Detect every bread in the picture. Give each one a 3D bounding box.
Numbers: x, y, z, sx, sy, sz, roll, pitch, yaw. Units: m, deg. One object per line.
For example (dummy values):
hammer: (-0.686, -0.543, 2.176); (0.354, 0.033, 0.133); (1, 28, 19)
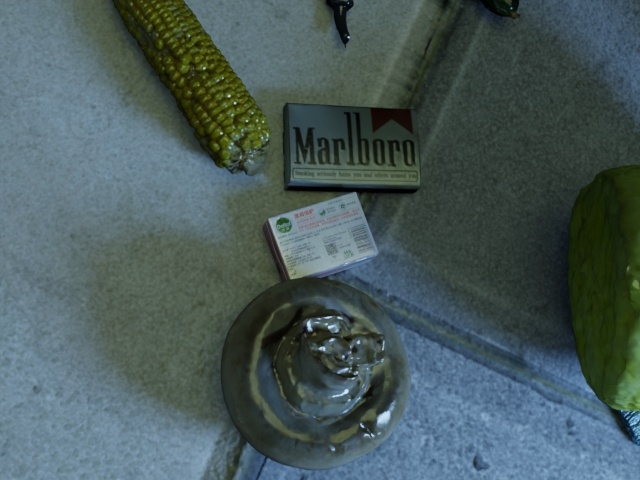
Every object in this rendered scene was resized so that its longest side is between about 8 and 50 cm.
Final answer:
bread: (0.467, 0.062, 1.347); (0.308, 0.348, 0.348); (-1, 75, -6)

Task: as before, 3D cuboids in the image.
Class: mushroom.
mushroom: (-0.002, 0.153, 1.293); (0.226, 0.178, 0.226); (4, 78, -21)

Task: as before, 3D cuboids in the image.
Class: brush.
brush: (0.481, 0.205, 1.475); (0.196, 0.021, 0.070); (-23, 80, -20)

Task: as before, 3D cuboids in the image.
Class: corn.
corn: (-0.165, -0.220, 1.406); (0.097, 0.097, 0.320); (-31, 81, -19)

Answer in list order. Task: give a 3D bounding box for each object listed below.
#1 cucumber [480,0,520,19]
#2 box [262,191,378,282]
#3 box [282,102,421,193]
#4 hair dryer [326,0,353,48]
cucumber: (0.201, -0.431, 1.562); (0.067, 0.067, 0.293); (-24, 83, -18)
box: (0.000, 0.000, 1.406); (0.125, 0.043, 0.089); (-16, 79, -16)
box: (0.040, -0.120, 1.453); (0.177, 0.036, 0.115); (1, 74, -12)
hair dryer: (0.065, -0.388, 1.513); (0.236, 0.091, 0.271); (8, 87, 5)
